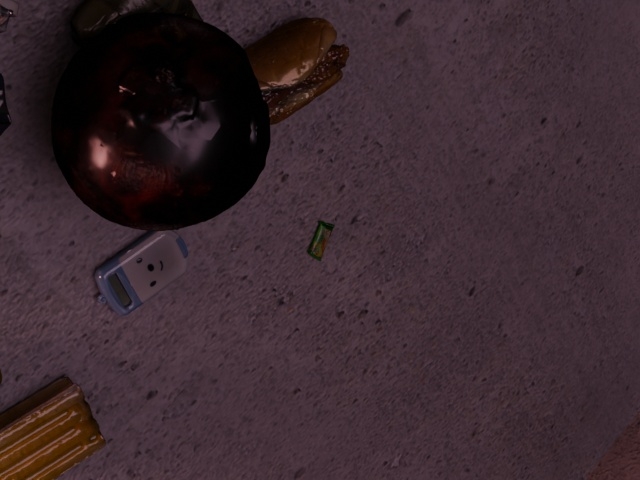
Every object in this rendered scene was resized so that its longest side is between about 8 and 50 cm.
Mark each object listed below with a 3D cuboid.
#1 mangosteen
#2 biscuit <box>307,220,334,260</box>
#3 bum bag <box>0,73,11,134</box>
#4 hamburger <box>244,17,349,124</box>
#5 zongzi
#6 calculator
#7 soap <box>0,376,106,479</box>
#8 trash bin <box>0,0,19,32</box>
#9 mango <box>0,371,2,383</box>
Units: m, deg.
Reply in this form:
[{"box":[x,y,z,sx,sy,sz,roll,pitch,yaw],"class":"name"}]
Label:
[{"box":[-0.256,-0.202,1.760,0.421,0.381,0.381,1,107,-69],"class":"mangosteen"},{"box":[0.000,0.000,2.286,0.046,0.016,0.089,22,91,-40],"class":"biscuit"},{"box":[-0.659,-0.249,1.662,0.310,0.074,0.137,15,107,-34],"class":"bum bag"},{"box":[-0.062,-0.339,2.035,0.282,0.245,0.155,-76,145,-57],"class":"hamburger"},{"box":[-0.327,-0.387,1.855,0.221,0.112,0.242,-47,135,-12],"class":"zongzi"},{"box":[-0.358,0.062,2.018,0.210,0.039,0.121,-36,122,-22],"class":"calculator"},{"box":[-0.561,0.396,1.946,0.257,0.080,0.160,-31,120,-26],"class":"soap"},{"box":[-0.568,-0.506,1.522,0.256,0.296,0.367,15,89,-38],"class":"trash bin"},{"box":[-0.680,0.293,1.814,0.227,0.099,0.136,-42,121,-29],"class":"mango"}]
